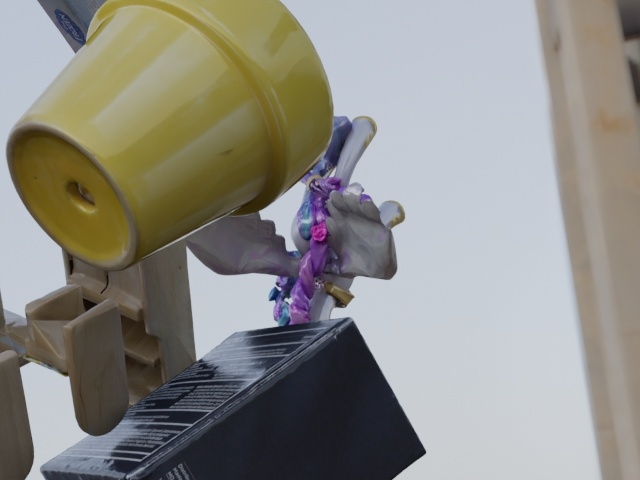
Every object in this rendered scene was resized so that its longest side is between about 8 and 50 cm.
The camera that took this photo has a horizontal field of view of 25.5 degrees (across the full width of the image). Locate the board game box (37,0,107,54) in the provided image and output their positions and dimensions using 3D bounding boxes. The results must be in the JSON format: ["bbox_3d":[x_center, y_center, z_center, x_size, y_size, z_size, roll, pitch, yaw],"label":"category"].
[{"bbox_3d":[-0.245,-0.407,1.752,0.065,0.318,0.319,19,-22,28],"label":"board game box"}]

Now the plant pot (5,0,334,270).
[{"bbox_3d":[-0.155,-0.102,1.329,0.239,0.254,0.254,-45,6,-36],"label":"plant pot"}]

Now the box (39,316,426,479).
[{"bbox_3d":[-0.097,0.237,1.517,0.294,0.183,0.296,-35,10,-26],"label":"box"}]

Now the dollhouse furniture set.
[{"bbox_3d":[-0.341,0.136,1.609,0.362,0.257,0.394,18,33,38],"label":"dollhouse furniture set"}]

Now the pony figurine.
[{"bbox_3d":[0.000,0.000,1.968,0.302,0.364,0.351,2,-42,22],"label":"pony figurine"}]
